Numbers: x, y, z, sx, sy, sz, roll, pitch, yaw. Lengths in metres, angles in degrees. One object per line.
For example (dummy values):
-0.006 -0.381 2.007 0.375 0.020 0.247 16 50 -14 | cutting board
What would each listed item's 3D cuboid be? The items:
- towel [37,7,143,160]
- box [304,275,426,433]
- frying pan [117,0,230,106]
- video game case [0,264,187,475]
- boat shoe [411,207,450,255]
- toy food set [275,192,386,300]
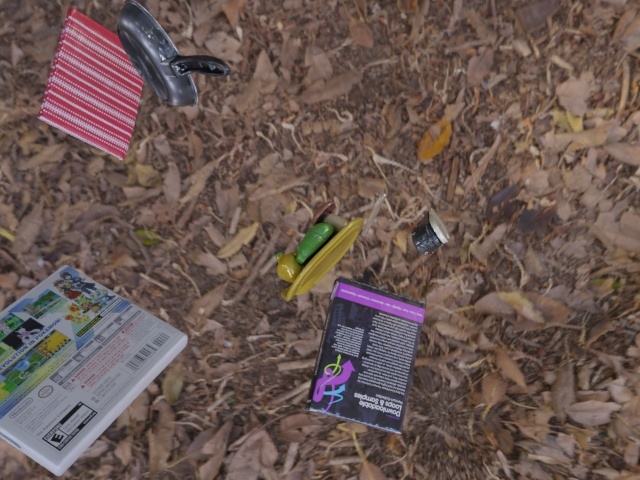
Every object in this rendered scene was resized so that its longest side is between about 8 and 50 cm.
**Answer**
-0.465 -0.325 1.388 0.031 0.199 0.274 -15 60 40 | towel
0.055 0.136 0.794 0.116 0.029 0.162 19 70 -13 | box
-0.231 -0.263 1.066 0.053 0.197 0.326 -38 57 -16 | frying pan
-0.453 0.207 1.176 0.300 0.036 0.329 27 43 14 | video game case
0.147 -0.012 0.896 0.042 0.133 0.049 -34 91 16 | boat shoe
0.000 0.000 1.061 0.071 0.128 0.218 41 65 12 | toy food set
